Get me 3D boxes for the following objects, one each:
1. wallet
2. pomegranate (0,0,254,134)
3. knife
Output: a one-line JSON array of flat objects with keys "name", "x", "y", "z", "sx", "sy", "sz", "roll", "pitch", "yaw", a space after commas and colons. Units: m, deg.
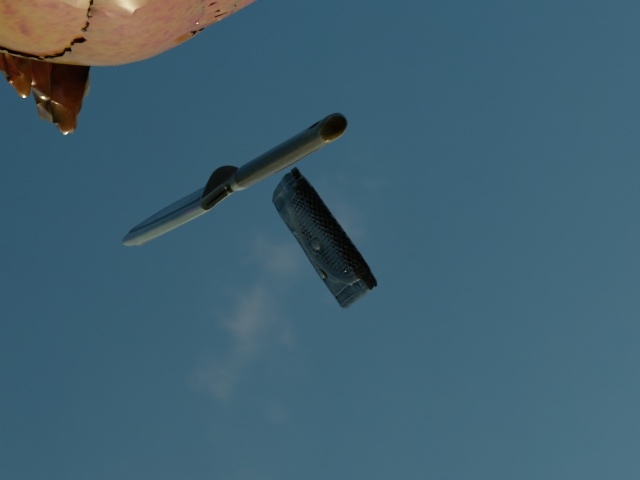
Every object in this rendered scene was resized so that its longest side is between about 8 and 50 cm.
[{"name": "wallet", "x": 0.000, "y": 0.000, "z": 1.537, "sx": 0.026, "sy": 0.088, "sz": 0.129, "roll": -32, "pitch": -95, "yaw": -20}, {"name": "pomegranate", "x": -0.081, "y": -0.151, "z": 0.553, "sx": 0.210, "sy": 0.210, "sz": 0.235, "roll": -18, "pitch": -37, "yaw": -37}, {"name": "knife", "x": -0.083, "y": -0.043, "z": 1.377, "sx": 0.061, "sy": 0.343, "sz": 0.027, "roll": -39, "pitch": -82, "yaw": -31}]
